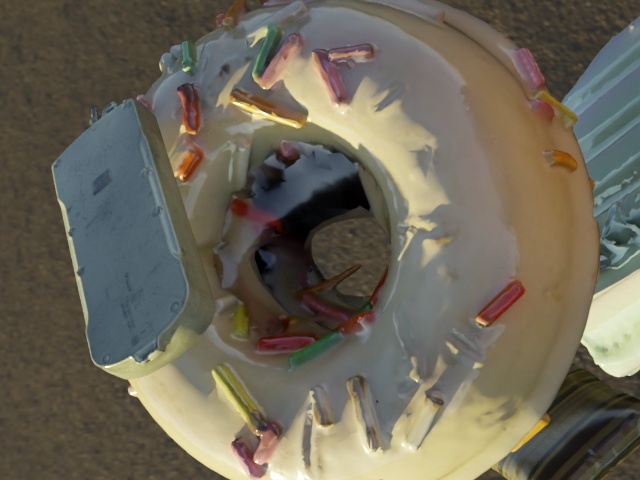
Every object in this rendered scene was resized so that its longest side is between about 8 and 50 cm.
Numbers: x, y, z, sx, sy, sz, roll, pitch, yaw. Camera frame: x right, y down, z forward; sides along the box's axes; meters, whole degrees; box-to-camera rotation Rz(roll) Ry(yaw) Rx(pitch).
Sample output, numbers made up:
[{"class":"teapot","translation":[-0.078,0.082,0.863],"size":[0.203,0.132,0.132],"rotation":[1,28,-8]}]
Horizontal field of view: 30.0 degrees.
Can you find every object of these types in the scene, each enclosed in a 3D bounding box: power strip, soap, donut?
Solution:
[{"class":"power strip","translation":[-0.123,-0.009,0.756],"size":[0.080,0.029,0.227],"rotation":[-36,48,16]},{"class":"soap","translation":[0.349,-0.104,0.960],"size":[0.446,0.156,0.261],"rotation":[-44,25,43]},{"class":"donut","translation":[0.000,0.000,0.821],"size":[0.383,0.142,0.382],"rotation":[-2,86,27]}]

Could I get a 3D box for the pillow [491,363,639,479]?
[{"class":"pillow","translation":[0.161,0.133,0.918],"size":[0.113,0.038,0.203],"rotation":[-38,26,-10]}]
